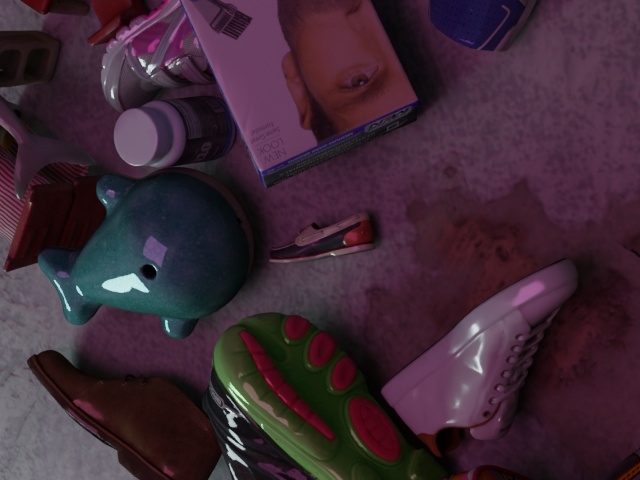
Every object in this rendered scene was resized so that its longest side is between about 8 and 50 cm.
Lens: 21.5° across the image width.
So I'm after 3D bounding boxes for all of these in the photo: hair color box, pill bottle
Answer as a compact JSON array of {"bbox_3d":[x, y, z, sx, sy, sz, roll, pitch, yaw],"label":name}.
[{"bbox_3d":[-0.048,-0.249,1.795,0.185,0.110,0.338,-25,83,-2],"label":"hair color box"},{"bbox_3d":[-0.167,-0.123,1.929,0.078,0.137,0.078,7,102,34],"label":"pill bottle"}]

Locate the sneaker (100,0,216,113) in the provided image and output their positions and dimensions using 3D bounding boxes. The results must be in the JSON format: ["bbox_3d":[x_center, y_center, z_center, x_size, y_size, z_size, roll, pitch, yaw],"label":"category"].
[{"bbox_3d":[-0.155,-0.218,1.928,0.252,0.103,0.111,-44,71,32],"label":"sneaker"}]

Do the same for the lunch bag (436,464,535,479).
[{"bbox_3d":[0.200,0.380,1.690,0.120,0.258,0.293,-24,63,27],"label":"lunch bag"}]

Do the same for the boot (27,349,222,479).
[{"bbox_3d":[-0.237,0.205,2.076,0.305,0.112,0.115,33,85,31],"label":"boot"}]

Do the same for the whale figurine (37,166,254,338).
[{"bbox_3d":[-0.213,0.027,1.953,0.272,0.141,0.216,-18,104,23],"label":"whale figurine"}]

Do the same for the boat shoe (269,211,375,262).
[{"bbox_3d":[0.000,0.000,1.888,0.137,0.049,0.043,-11,88,33],"label":"boat shoe"}]

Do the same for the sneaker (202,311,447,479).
[{"bbox_3d":[0.032,0.303,1.865,0.482,0.185,0.202,58,145,14],"label":"sneaker"}]

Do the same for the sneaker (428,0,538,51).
[{"bbox_3d":[0.155,-0.347,1.642,0.127,0.182,0.315,30,113,29],"label":"sneaker"}]

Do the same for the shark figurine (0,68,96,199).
[{"bbox_3d":[-0.390,-0.161,1.945,0.278,0.116,0.166,14,123,35],"label":"shark figurine"}]

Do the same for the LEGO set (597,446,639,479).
[{"bbox_3d":[0.373,0.309,1.570,0.192,0.331,0.255,-36,93,-10],"label":"LEGO set"}]

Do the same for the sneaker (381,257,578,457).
[{"bbox_3d":[0.189,0.127,1.750,0.123,0.106,0.290,55,134,12],"label":"sneaker"}]

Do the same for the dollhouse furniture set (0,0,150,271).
[{"bbox_3d":[-0.339,-0.178,2.031,0.201,0.152,0.374,33,115,27],"label":"dollhouse furniture set"}]
